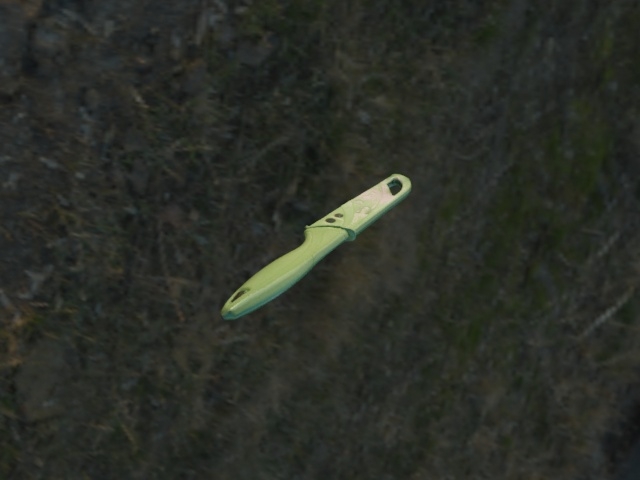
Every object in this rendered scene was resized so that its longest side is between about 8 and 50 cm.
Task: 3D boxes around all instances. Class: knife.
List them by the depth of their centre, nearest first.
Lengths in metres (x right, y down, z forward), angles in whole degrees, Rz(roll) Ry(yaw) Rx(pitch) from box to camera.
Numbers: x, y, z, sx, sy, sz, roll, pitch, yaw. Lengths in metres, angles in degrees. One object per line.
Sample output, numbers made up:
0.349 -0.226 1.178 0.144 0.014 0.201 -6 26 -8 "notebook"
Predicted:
0.000 0.000 0.793 0.207 0.030 0.014 -36 132 -49 "knife"
